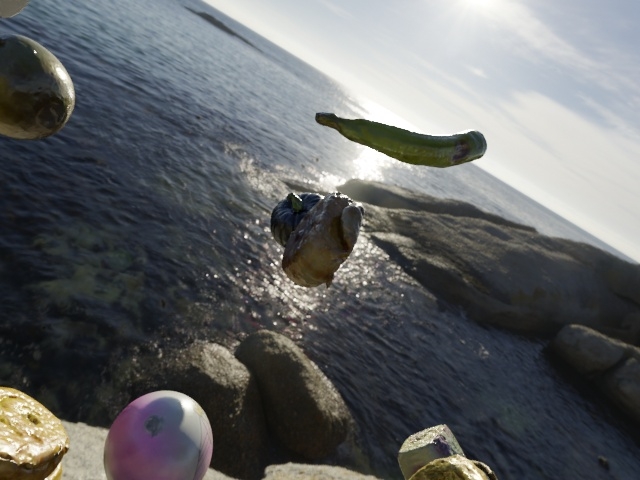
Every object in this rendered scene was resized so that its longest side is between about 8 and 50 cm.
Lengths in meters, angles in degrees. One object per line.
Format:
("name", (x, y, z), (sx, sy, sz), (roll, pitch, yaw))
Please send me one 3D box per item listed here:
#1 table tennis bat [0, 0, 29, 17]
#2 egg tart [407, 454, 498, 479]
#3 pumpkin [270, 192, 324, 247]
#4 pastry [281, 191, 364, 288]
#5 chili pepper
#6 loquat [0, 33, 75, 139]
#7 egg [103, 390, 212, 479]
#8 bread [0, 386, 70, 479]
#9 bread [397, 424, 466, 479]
("table tennis bat", (-0.346, -0.320, 0.448), (0.013, 0.156, 0.087), (31, 51, -15))
("egg tart", (0.153, 0.415, 0.518), (0.095, 0.279, 0.279), (36, 20, 1))
("pumpkin", (-0.051, -0.055, 1.156), (0.194, 0.194, 0.150), (34, -18, 9))
("pastry", (0.000, 0.000, 0.845), (0.100, 0.218, 0.229), (32, -26, -13))
("chili pepper", (0.097, -0.099, 0.409), (0.208, 0.049, 0.043), (1, -6, -25))
("loquat", (-0.480, -0.237, 0.645), (0.152, 0.152, 0.195), (33, -23, 6))
("egg", (-0.302, 0.408, 0.770), (0.196, 0.271, 0.196), (-2, 37, 1))
("bread", (-0.473, 0.296, 0.564), (0.198, 0.120, 0.236), (33, -16, 8))
("bread", (0.329, 0.652, 0.992), (0.338, 0.155, 0.187), (67, 15, 16))
